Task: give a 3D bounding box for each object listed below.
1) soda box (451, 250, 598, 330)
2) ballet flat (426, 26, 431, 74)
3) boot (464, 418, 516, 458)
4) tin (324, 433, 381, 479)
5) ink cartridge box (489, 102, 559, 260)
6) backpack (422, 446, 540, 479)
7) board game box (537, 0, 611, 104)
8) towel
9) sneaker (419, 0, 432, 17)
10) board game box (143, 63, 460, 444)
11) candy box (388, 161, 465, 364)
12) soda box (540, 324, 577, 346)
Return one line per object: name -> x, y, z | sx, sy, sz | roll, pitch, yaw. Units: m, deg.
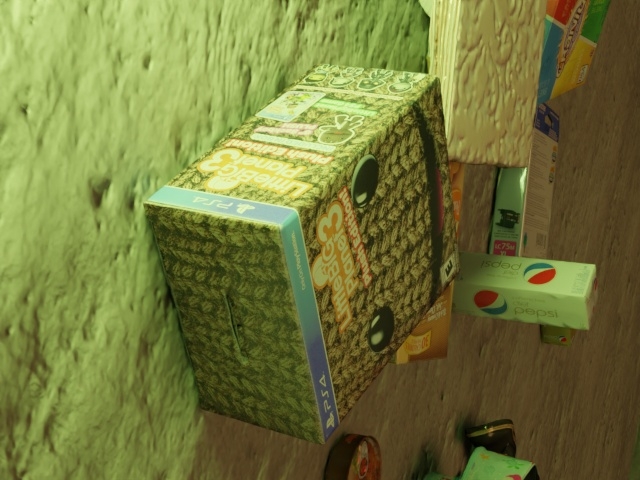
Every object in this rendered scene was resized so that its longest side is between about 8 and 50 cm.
soda box -> 0.295, 0.073, 1.616 | 0.069, 0.216, 0.074 | -59, 145, -39
ballet flat -> 0.183, -0.288, 1.498 | 0.073, 0.080, 0.232 | 48, 44, -21
boot -> 0.299, 0.372, 1.800 | 0.198, 0.076, 0.137 | 31, 46, -61
tin -> 0.039, 0.331, 1.344 | 0.106, 0.040, 0.190 | -19, 112, -67
ink cartridge box -> 0.354, -0.080, 1.889 | 0.186, 0.065, 0.311 | 9, 89, -64
backpack -> 0.227, 0.431, 1.578 | 0.253, 0.191, 0.225 | -52, 143, -37
board game box -> 0.392, -0.355, 1.786 | 0.316, 0.064, 0.242 | -28, 137, -56
towel -> 0.205, -0.249, 1.346 | 0.332, 0.053, 0.317 | -1, 98, -63
sneaker -> 0.186, -0.390, 1.444 | 0.115, 0.090, 0.232 | 33, 67, -66
board game box -> 0.000, 0.000, 1.034 | 0.291, 0.141, 0.232 | -46, 136, -43
candy box -> 0.105, -0.011, 1.349 | 0.183, 0.087, 0.317 | 7, 88, -64
soda box -> 0.506, 0.138, 2.251 | 0.181, 0.061, 0.058 | -53, 140, -47
